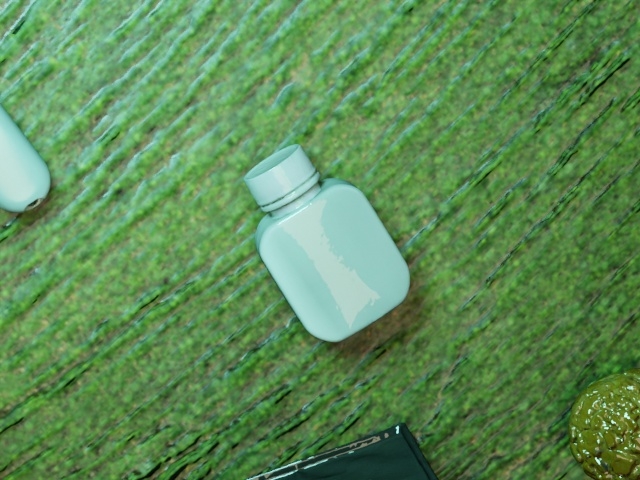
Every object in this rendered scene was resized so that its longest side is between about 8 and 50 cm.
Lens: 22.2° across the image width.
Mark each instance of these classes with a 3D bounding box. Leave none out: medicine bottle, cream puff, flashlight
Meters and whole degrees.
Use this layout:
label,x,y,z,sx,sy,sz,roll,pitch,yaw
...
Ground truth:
label,x,y,z,sx,sy,sz,roll,pitch,yaw
medicine bottle,0.000,0.000,1.581,0.119,0.069,0.183,-32,105,-1
cream puff,0.319,0.197,1.649,0.144,0.103,0.126,34,95,-7
flashlight,-0.320,-0.115,1.523,0.093,0.047,0.200,-34,106,-7

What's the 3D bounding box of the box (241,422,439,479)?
label,x,y,z,sx,sy,sz,roll,pitch,yaw
box,0.017,0.343,1.509,0.251,0.345,0.204,-18,101,-4
